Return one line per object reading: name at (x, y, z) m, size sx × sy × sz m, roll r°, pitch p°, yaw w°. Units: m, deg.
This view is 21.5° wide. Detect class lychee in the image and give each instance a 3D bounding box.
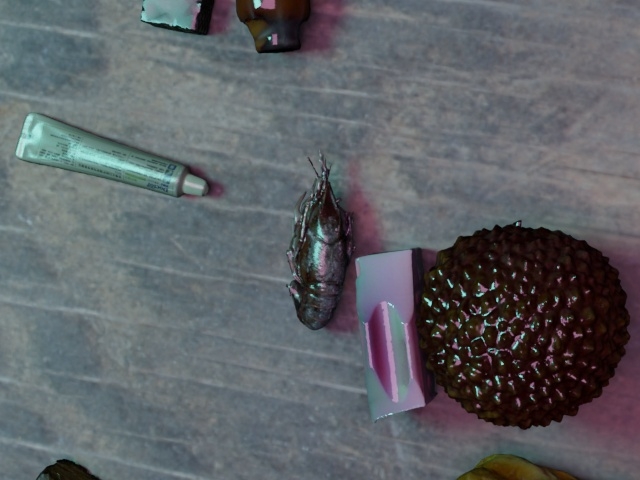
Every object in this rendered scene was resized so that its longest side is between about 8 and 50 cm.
lychee at (0.172, 0.076, 1.440) m, size 0.188 × 0.188 × 0.188 m, roll 0°, pitch 92°, yaw 13°

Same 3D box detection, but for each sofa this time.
sofa at (-0.127, -0.254, 1.574) m, size 0.060 × 0.039 × 0.118 m, roll 11°, pitch 93°, yaw 11°

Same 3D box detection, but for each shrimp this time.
shrimp at (0.000, 0.000, 1.544) m, size 0.057 × 0.065 × 0.165 m, roll 5°, pitch 87°, yaw -19°

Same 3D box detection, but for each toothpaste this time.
toothpaste at (-0.197, -0.075, 1.600) m, size 0.197 × 0.029 × 0.048 m, roll 16°, pitch 93°, yaw 14°

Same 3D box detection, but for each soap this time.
soap at (0.068, 0.083, 1.508) m, size 0.056 × 0.100 × 0.149 m, roll -7°, pitch 90°, yaw 13°

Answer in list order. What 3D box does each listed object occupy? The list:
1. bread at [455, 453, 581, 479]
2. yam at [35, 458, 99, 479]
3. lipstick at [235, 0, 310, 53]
bread at (0.162, 0.368, 1.473) m, size 0.195 × 0.149 × 0.344 m, roll 17°, pitch 96°, yaw 23°
yam at (-0.265, 0.281, 1.602) m, size 0.079 × 0.079 × 0.141 m, roll 38°, pitch 100°, yaw 9°
lipstick at (-0.058, -0.380, 1.536) m, size 0.077 × 0.077 × 0.418 m, roll -5°, pitch 92°, yaw 13°
